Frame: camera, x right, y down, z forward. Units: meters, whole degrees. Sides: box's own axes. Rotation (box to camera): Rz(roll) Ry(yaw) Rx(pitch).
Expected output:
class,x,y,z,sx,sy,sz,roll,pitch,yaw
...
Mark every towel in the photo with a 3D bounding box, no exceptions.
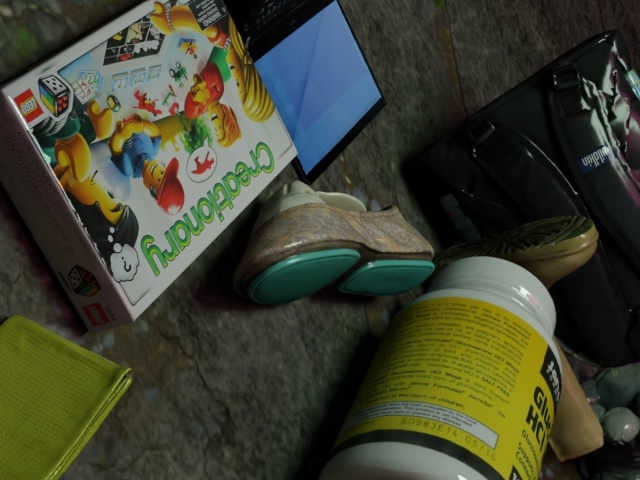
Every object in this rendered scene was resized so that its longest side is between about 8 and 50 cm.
class,x,y,z,sx,sy,sz,roll,pitch,yaw
towel,-0.214,0.133,0.713,0.102,0.021,0.237,28,39,5

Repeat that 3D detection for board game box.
class,x,y,z,sx,sy,sz,roll,pitch,yaw
board game box,-0.138,-0.087,0.948,0.193,0.053,0.305,63,34,-18

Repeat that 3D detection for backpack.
class,x,y,z,sx,sy,sz,roll,pitch,yaw
backpack,0.321,-0.022,1.400,0.355,0.290,0.273,55,3,5

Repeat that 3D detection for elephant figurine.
class,x,y,z,sx,sy,sz,roll,pitch,yaw
elephant figurine,0.410,0.299,1.562,0.169,0.186,0.239,43,-25,62

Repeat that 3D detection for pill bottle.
class,x,y,z,sx,sy,sz,roll,pitch,yaw
pill bottle,0.129,0.167,1.121,0.188,0.188,0.334,59,35,-23

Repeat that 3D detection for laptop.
class,x,y,z,sx,sy,sz,roll,pitch,yaw
laptop,0.029,-0.233,1.187,0.136,0.264,0.234,33,36,5

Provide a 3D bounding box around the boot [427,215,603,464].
class,x,y,z,sx,sy,sz,roll,pitch,yaw
boot,0.256,0.116,1.302,0.089,0.236,0.269,-35,103,-39

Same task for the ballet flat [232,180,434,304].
class,x,y,z,sx,sy,sz,roll,pitch,yaw
ballet flat,0.000,0.000,1.101,0.316,0.107,0.106,7,50,-61
